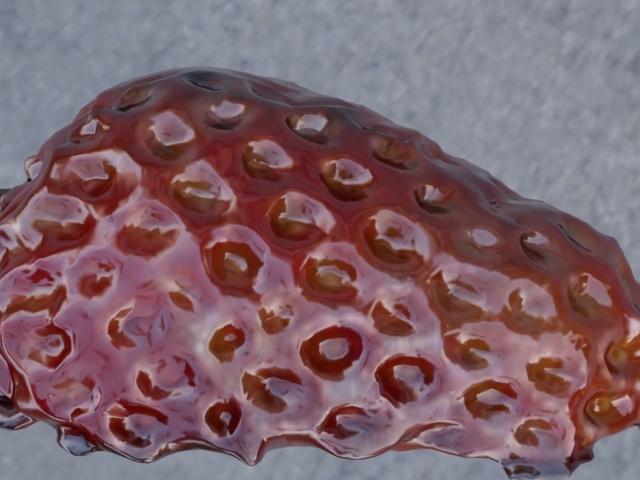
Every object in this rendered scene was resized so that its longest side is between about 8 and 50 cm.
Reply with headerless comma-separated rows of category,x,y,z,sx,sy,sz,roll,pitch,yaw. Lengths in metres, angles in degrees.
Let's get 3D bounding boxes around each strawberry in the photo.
strawberry,-0.018,0.002,0.811,0.280,0.253,0.150,20,116,52
